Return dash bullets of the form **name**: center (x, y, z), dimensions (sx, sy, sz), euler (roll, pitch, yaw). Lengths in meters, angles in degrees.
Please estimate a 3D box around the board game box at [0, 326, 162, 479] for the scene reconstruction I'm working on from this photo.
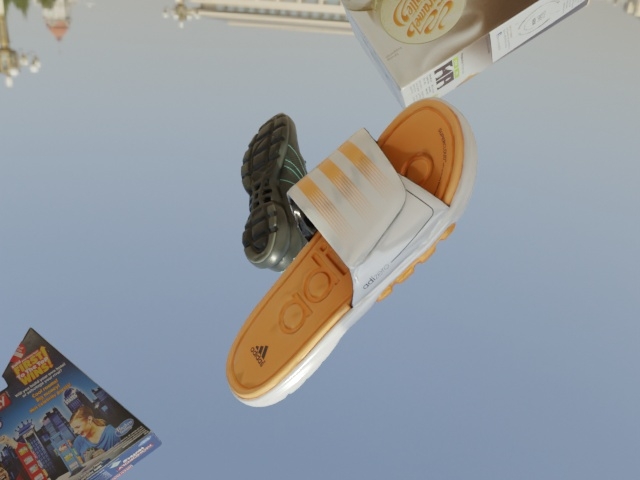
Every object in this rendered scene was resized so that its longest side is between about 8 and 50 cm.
- **board game box**: center (-0.315, 0.206, 0.761), dimensions (0.194, 0.060, 0.194), euler (-34, -115, -18)

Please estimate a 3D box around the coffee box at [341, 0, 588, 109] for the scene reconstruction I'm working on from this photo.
- **coffee box**: center (0.167, -0.274, 0.780), dimensions (0.246, 0.141, 0.098), euler (-31, 164, 7)

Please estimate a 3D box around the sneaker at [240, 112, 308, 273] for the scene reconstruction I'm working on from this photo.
- **sneaker**: center (-0.055, -0.067, 1.013), dimensions (0.106, 0.267, 0.101), euler (25, 144, -37)

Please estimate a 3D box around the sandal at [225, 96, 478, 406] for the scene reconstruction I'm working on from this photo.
- **sandal**: center (0.005, 0.006, 0.474), dimensions (0.076, 0.265, 0.102), euler (31, -172, -45)
